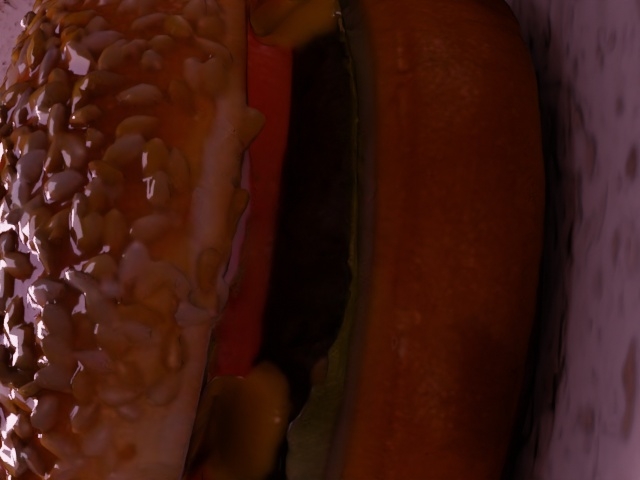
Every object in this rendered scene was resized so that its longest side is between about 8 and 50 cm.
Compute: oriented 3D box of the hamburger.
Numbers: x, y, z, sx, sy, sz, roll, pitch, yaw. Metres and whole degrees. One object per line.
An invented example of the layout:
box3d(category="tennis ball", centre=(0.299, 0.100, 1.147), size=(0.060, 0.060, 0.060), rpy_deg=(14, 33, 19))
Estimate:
box3d(category="hamburger", centre=(-0.044, 0.015, 0.661), size=(0.330, 0.250, 0.330), rpy_deg=(-175, 90, -82))
